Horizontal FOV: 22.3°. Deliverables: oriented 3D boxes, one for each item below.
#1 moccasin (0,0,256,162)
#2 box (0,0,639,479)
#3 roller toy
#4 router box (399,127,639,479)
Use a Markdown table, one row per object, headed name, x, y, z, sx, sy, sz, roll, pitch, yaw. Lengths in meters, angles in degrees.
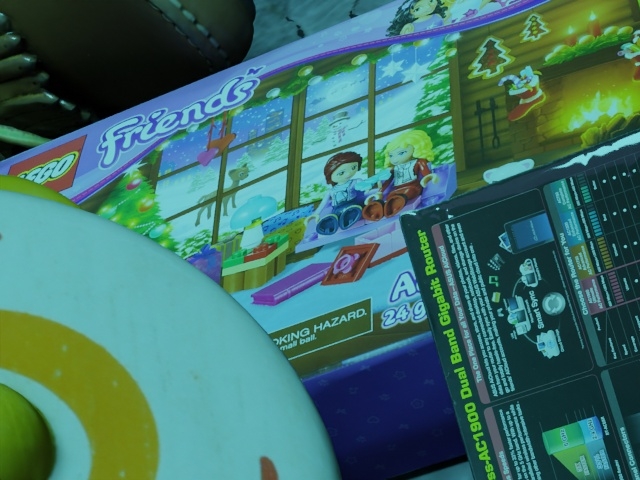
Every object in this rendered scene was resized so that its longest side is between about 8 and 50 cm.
| name | x | y | z | sx | sy | sz | roll | pitch | yaw |
| --- | --- | --- | --- | --- | --- | --- | --- | --- | --- |
| moccasin | -0.188 | -0.084 | 0.774 | 0.380 | 0.139 | 0.147 | 1 | 52 | 36 |
| box | 0.000 | 0.000 | 0.585 | 0.293 | 0.057 | 0.201 | -20 | 35 | 17 |
| roller toy | -0.093 | 0.085 | 0.409 | 0.191 | 0.146 | 0.209 | 38 | 45 | 16 |
| router box | 0.083 | 0.036 | 0.434 | 0.092 | 0.038 | 0.122 | -19 | 74 | 17 |
